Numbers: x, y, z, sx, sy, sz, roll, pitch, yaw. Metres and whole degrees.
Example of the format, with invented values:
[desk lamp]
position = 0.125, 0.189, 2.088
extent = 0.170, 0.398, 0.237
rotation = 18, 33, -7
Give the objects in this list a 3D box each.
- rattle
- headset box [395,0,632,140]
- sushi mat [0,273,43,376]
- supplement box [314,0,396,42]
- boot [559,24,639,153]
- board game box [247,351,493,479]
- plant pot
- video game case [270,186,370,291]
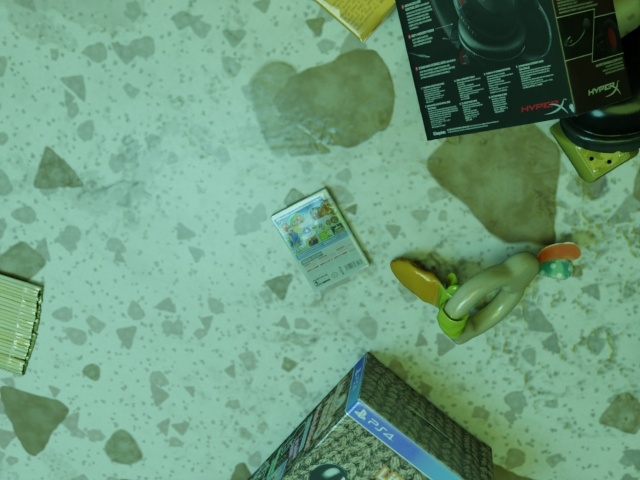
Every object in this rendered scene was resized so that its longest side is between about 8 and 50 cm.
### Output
[rattle]
position = 0.218, 0.033, 1.298
extent = 0.200, 0.142, 0.130
rotation = -42, 132, 3
[headset box]
position = 0.193, -0.272, 1.082
extent = 0.218, 0.110, 0.293
rotation = -5, 102, 51
[sushi mat]
position = -0.559, 0.088, 1.426
extent = 0.317, 0.019, 0.151
rotation = 17, 109, 2
[supplement box]
position = -0.010, -0.339, 1.176
extent = 0.233, 0.078, 0.080
rotation = 38, 109, -5
[boot]
position = 0.394, -0.263, 1.055
extent = 0.348, 0.131, 0.260
rotation = -30, 142, 5
[board game box]
position = 0.057, 0.348, 1.367
extent = 0.232, 0.141, 0.291
rotation = 38, 109, -6
[plant pot]
position = 0.336, -0.117, 1.202
extent = 0.081, 0.083, 0.081
rotation = -33, 102, 17
[video game case]
position = 0.000, 0.000, 1.325
extent = 0.087, 0.011, 0.122
rotation = -27, 104, 16
